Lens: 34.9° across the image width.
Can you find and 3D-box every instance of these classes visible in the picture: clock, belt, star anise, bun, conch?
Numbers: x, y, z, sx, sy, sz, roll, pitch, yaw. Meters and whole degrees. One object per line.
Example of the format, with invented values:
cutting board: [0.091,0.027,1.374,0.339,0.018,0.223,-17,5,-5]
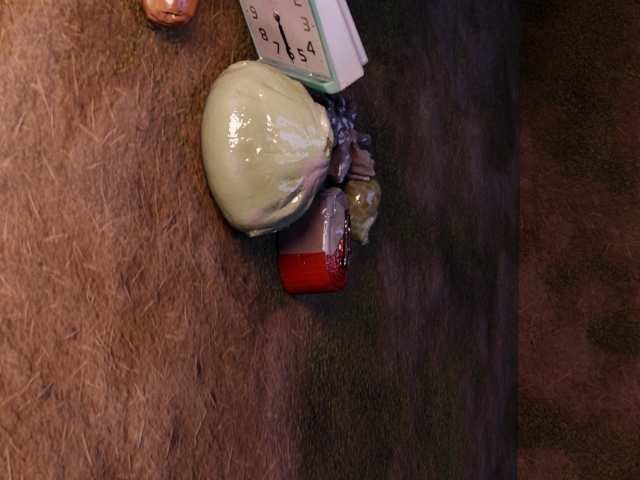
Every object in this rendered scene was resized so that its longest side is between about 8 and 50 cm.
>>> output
clock: [-0.039,-0.382,1.696,0.116,0.262,0.231,-31,120,-21]
belt: [0.000,0.000,1.889,0.128,0.124,0.201,30,60,-64]
star anise: [0.031,-0.207,2.016,0.236,0.093,0.229,36,41,-51]
bun: [-0.067,-0.153,1.690,0.293,0.187,0.293,-2,90,-67]
conch: [0.072,-0.076,2.101,0.116,0.105,0.173,-59,153,-65]

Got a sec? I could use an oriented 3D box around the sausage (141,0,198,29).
sausage: [-0.233,-0.524,1.498,0.094,0.094,0.419,167,-81,-84]
